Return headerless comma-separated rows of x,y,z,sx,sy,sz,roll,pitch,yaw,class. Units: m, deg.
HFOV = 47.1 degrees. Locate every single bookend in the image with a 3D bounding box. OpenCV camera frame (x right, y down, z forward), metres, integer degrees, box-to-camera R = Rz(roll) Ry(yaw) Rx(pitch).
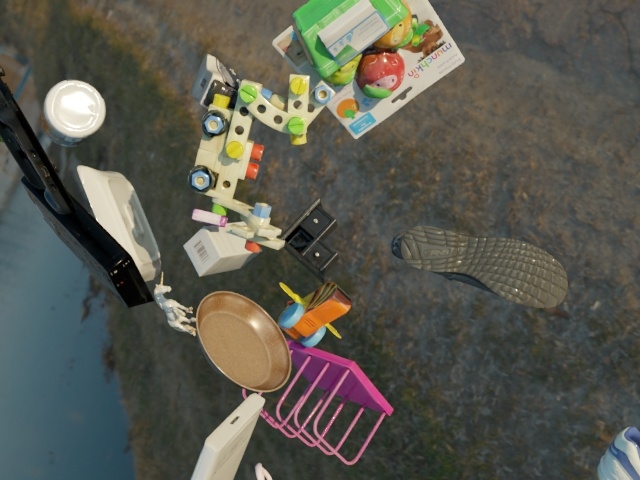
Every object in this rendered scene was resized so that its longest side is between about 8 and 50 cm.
0.000,0.000,1.918,0.157,0.072,0.156,42,82,14,bookend

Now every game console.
-0.318,-0.059,0.900,0.044,0.361,0.213,-40,63,-20,game console

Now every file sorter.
-0.019,0.387,1.776,0.291,0.202,0.182,10,55,48,file sorter

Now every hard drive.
-0.226,0.502,1.614,0.203,0.040,0.307,-37,-26,-58,hard drive

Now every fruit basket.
0.119,-0.420,1.652,0.327,0.353,0.165,-34,37,14,fruit basket

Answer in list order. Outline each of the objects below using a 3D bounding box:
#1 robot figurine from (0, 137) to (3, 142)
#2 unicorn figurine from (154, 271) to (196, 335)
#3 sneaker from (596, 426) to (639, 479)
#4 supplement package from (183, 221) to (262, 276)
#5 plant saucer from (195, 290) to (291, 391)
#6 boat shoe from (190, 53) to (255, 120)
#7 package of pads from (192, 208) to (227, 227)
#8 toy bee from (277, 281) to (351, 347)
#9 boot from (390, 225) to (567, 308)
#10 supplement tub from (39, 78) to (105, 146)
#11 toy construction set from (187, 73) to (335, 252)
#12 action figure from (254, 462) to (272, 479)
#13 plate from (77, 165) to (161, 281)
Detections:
-0.453,-0.150,0.920,0.101,0.115,0.067,-57,5,3,robot figurine
-0.371,0.176,1.866,0.111,0.060,0.162,15,121,27,unicorn figurine
0.585,0.375,1.117,0.112,0.296,0.131,-62,-20,-55,sneaker
-0.271,0.022,2.049,0.105,0.179,0.105,-40,73,31,supplement package
-0.136,0.177,1.245,0.036,0.199,0.198,-44,38,28,plant saucer
-0.259,-0.412,2.034,0.127,0.158,0.340,-61,23,18,boat shoe
-0.293,-0.058,1.941,0.083,0.050,0.032,13,87,16,package of pads
-0.053,0.176,1.779,0.298,0.195,0.162,-18,27,15,toy bee
0.315,0.038,1.488,0.223,0.338,0.118,2,-72,-87,boot
-0.510,-0.255,1.503,0.190,0.117,0.117,-3,68,66,supplement tub
-0.114,-0.147,1.304,0.151,0.215,0.327,-173,97,-84,toy construction set
-0.102,0.815,1.915,0.370,0.248,0.275,32,73,29,action figure
-0.433,-0.038,1.644,0.045,0.277,0.278,-21,2,2,plate
